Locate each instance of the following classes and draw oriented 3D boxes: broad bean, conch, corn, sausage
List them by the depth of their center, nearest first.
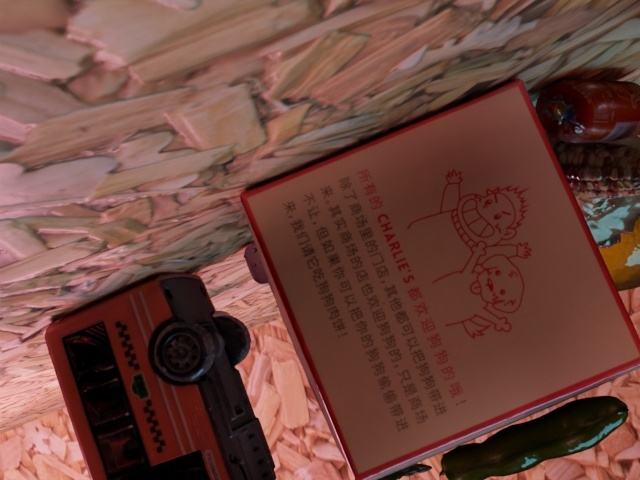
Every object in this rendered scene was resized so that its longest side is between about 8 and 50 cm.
[{"bbox_3d":[0.195,0.201,1.090,0.065,0.046,0.254,-21,173,-46],"label":"broad bean"},{"bbox_3d":[0.302,-0.144,1.243,0.074,0.074,0.274,-26,173,31],"label":"sausage"},{"bbox_3d":[0.290,-0.087,1.326,0.237,0.080,0.079,2,-171,32],"label":"corn"},{"bbox_3d":[0.334,-0.073,1.583,0.263,0.186,0.324,-5,174,4],"label":"conch"}]

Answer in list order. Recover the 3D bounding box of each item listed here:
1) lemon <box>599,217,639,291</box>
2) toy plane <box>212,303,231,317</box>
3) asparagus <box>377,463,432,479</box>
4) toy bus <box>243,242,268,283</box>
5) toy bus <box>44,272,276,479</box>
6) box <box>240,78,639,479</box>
[{"bbox_3d":[0.532,-0.054,1.995,0.285,0.285,0.316,-19,131,-33],"label":"lemon"},{"bbox_3d":[-0.233,0.149,1.909,0.171,0.066,0.162,-22,174,-25],"label":"toy plane"},{"bbox_3d":[0.053,0.267,1.212,0.162,0.016,0.016,-16,142,-27],"label":"asparagus"},{"bbox_3d":[0.000,0.000,1.464,0.203,0.063,0.090,-20,177,-2],"label":"toy bus"},{"bbox_3d":[-0.182,0.268,1.429,0.233,0.427,0.203,-21,174,10],"label":"toy bus"},{"bbox_3d":[0.116,0.054,1.166,0.312,0.314,0.300,-23,171,0],"label":"box"}]
